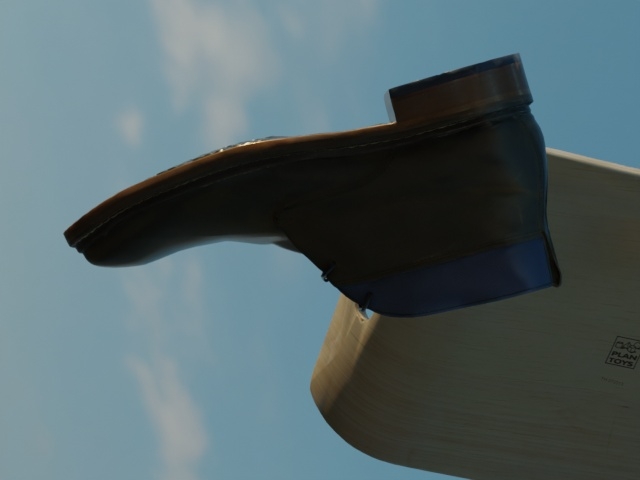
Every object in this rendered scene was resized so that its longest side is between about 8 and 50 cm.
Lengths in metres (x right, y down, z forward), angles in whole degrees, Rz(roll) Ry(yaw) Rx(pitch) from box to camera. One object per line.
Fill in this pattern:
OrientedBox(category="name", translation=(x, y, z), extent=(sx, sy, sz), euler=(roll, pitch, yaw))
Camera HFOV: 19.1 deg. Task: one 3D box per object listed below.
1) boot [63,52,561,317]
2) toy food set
OrientedBox(category="boot", translation=(0.000, 0.000, 0.845), extent=(0.082, 0.219, 0.106), euler=(-29, 100, -82))
OrientedBox(category="toy food set", translation=(0.169, 0.039, 1.118), extent=(0.092, 0.306, 0.219), euler=(-103, -152, -58))
